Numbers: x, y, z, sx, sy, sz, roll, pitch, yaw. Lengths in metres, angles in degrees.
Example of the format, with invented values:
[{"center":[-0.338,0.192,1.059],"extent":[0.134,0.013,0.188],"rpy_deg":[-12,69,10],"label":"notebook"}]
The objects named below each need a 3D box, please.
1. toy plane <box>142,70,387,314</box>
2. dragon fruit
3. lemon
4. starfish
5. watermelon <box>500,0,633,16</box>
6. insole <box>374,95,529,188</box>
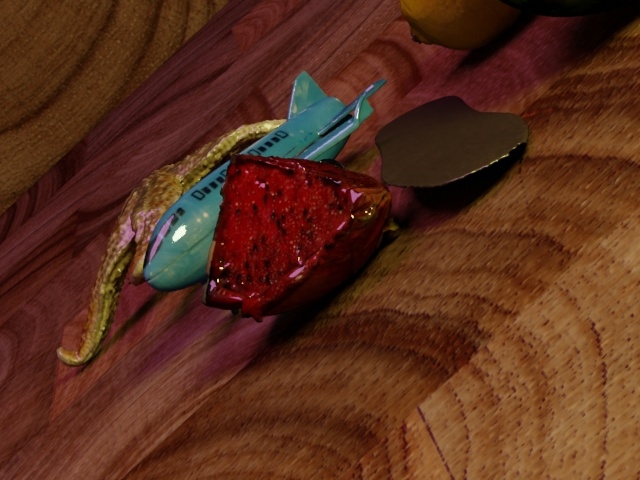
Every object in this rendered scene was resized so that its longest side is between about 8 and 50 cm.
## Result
[{"center":[-0.052,-0.041,1.562],"extent":[0.271,0.105,0.254],"rpy_deg":[-52,15,-29],"label":"toy plane"},{"center":[0.000,0.002,1.370],"extent":[0.161,0.127,0.120],"rpy_deg":[13,99,46],"label":"dragon fruit"},{"center":[0.124,-0.221,1.591],"extent":[0.133,0.109,0.109],"rpy_deg":[-51,9,27],"label":"lemon"},{"center":[-0.146,-0.025,1.818],"extent":[0.327,0.094,0.375],"rpy_deg":[-41,9,20],"label":"starfish"},{"center":[0.192,-0.301,1.358],"extent":[0.269,0.269,0.269],"rpy_deg":[-41,14,12],"label":"watermelon"},{"center":[0.092,-0.079,1.414],"extent":[0.111,0.007,0.328],"rpy_deg":[-26,12,-1],"label":"insole"}]
